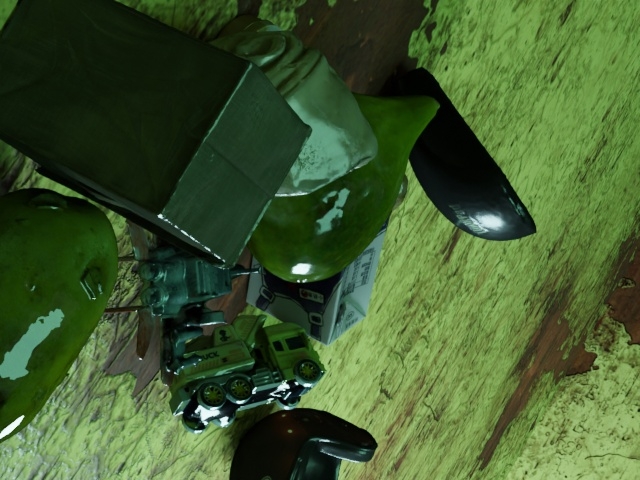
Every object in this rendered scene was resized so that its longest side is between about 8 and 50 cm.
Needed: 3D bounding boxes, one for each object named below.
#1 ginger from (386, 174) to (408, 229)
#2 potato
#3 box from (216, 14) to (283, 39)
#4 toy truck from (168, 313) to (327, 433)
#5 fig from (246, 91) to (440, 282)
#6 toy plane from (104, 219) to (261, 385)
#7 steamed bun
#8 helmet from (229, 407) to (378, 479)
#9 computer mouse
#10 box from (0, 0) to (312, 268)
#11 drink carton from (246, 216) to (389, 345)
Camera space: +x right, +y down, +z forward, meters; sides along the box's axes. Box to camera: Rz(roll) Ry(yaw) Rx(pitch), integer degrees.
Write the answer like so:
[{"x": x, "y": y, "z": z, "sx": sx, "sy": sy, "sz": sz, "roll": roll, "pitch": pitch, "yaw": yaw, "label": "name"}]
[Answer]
[{"x": 0.074, "y": -0.075, "z": 1.863, "sx": 0.133, "sy": 0.059, "sz": 0.214, "roll": -53, "pitch": 156, "yaw": -30, "label": "ginger"}, {"x": -0.279, "y": 0.066, "z": 1.223, "sx": 0.253, "sy": 0.148, "sz": 0.186, "roll": -56, "pitch": -178, "yaw": -29, "label": "potato"}, {"x": -0.080, "y": -0.189, "z": 1.480, "sx": 0.105, "sy": 0.037, "sz": 0.105, "roll": -44, "pitch": 149, "yaw": -35, "label": "box"}, {"x": -0.099, "y": 0.153, "z": 1.674, "sx": 0.191, "sy": 0.116, "sz": 0.085, "roll": -12, "pitch": 157, "yaw": -27, "label": "toy truck"}, {"x": 0.021, "y": -0.089, "z": 1.517, "sx": 0.275, "sy": 0.206, "sz": 0.206, "roll": -31, "pitch": 147, "yaw": -11, "label": "fig"}, {"x": -0.135, "y": 0.039, "z": 1.521, "sx": 0.326, "sy": 0.104, "sz": 0.223, "roll": -5, "pitch": 91, "yaw": -66, "label": "toy plane"}, {"x": -0.072, "y": -0.131, "z": 1.326, "sx": 0.211, "sy": 0.218, "sz": 0.144, "roll": -24, "pitch": 134, "yaw": -19, "label": "steamed bun"}, {"x": -0.027, "y": 0.327, "z": 1.903, "sx": 0.216, "sy": 0.193, "sz": 0.189, "roll": -17, "pitch": 125, "yaw": -63, "label": "helmet"}, {"x": 0.177, "y": -0.095, "z": 1.821, "sx": 0.100, "sy": 0.269, "sz": 0.170, "roll": -34, "pitch": 145, "yaw": 4, "label": "computer mouse"}, {"x": -0.158, "y": -0.101, "z": 1.183, "sx": 0.155, "sy": 0.231, "sz": 0.149, "roll": -59, "pitch": 155, "yaw": -5, "label": "box"}, {"x": -0.001, "y": 0.000, "z": 1.704, "sx": 0.102, "sy": 0.134, "sz": 0.222, "roll": -36, "pitch": 145, "yaw": -49, "label": "drink carton"}]
